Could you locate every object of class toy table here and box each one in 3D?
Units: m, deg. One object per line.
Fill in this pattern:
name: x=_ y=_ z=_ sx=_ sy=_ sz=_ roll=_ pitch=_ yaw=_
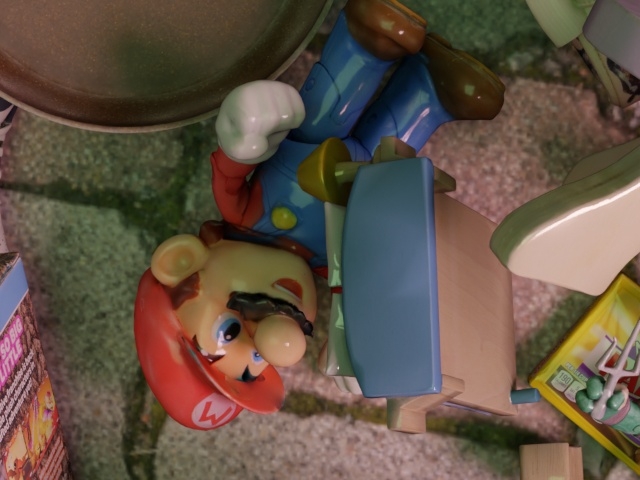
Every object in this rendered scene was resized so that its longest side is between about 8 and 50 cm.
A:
toy table: x=0.238 y=-0.025 z=0.840 sx=0.274 sy=0.252 sz=0.161 roll=19 pitch=113 yaw=-18

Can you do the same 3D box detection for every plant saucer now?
plant saucer: x=-0.135 y=-0.224 z=1.027 sx=0.310 sy=0.050 sz=0.311 roll=1 pitch=85 yaw=-6

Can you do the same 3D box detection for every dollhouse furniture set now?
dollhouse furniture set: x=0.041 y=0.107 z=0.984 sx=0.198 sy=0.286 sz=0.304 roll=-7 pitch=77 yaw=26

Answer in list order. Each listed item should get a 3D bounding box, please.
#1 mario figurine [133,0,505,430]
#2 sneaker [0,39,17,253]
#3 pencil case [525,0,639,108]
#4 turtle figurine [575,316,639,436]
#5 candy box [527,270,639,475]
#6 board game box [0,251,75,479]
mario figurine: x=0.000 y=0.000 z=1.002 sx=0.198 sy=0.170 sz=0.321 roll=35 pitch=97 yaw=2
sneaker: x=-0.248 y=-0.074 z=1.064 sx=0.153 sy=0.094 sz=0.235 roll=-33 pitch=80 yaw=17
pencil case: x=0.323 y=-0.222 z=0.933 sx=0.410 sy=0.183 sz=0.160 roll=-22 pitch=91 yaw=10
turtle figurine: x=0.258 y=0.139 z=0.976 sx=0.175 sy=0.118 sz=0.234 roll=15 pitch=113 yaw=21
candy box: x=0.258 y=0.126 z=1.047 sx=0.206 sy=0.027 sz=0.105 roll=39 pitch=96 yaw=3
board game box: x=-0.264 y=0.189 z=0.981 sx=0.141 sy=0.232 sz=0.291 roll=-6 pitch=112 yaw=8
